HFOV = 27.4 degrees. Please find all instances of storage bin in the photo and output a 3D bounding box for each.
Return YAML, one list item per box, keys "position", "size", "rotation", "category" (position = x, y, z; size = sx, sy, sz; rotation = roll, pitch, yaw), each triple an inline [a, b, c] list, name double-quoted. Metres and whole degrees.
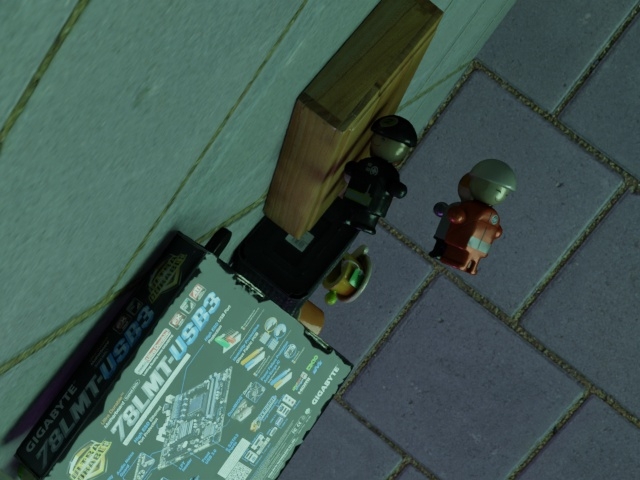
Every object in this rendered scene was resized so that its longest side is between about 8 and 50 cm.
- position: [-0.035, 0.009, 1.941]
  size: [0.180, 0.122, 0.084]
  rotation: [-50, 176, -27]
  category: "storage bin"

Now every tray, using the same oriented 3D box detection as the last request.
- position: [0.033, -0.151, 1.694]
  size: [0.203, 0.076, 0.411]
  rotation: [-51, 176, -18]
  category: "tray"

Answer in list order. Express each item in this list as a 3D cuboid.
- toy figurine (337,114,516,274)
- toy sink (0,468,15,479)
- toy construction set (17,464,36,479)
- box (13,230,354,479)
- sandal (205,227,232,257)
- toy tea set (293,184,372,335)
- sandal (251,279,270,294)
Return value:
- position: [0.133, -0.060, 1.666]
  size: [0.209, 0.213, 0.148]
  rotation: [-24, 135, -87]
  category: "toy figurine"
- position: [-0.260, 0.174, 0.747]
  size: [0.131, 0.153, 0.234]
  rotation: [-50, 176, -24]
  category: "toy sink"
- position: [-0.218, 0.259, 1.546]
  size: [0.327, 0.151, 0.215]
  rotation: [-42, 130, -34]
  category: "toy construction set"
- position: [-0.138, 0.185, 1.444]
  size: [0.293, 0.073, 0.295]
  rotation: [40, 82, -42]
  category: "box"
- position: [-0.159, 0.065, 1.639]
  size: [0.179, 0.040, 0.067]
  rotation: [-52, 176, 3]
  category: "sandal"
- position: [0.000, 0.000, 2.139]
  size: [0.200, 0.124, 0.336]
  rotation: [-19, -131, 54]
  category: "toy tea set"
- position: [-0.141, 0.109, 2.053]
  size: [0.180, 0.072, 0.049]
  rotation: [-52, -169, 20]
  category: "sandal"
